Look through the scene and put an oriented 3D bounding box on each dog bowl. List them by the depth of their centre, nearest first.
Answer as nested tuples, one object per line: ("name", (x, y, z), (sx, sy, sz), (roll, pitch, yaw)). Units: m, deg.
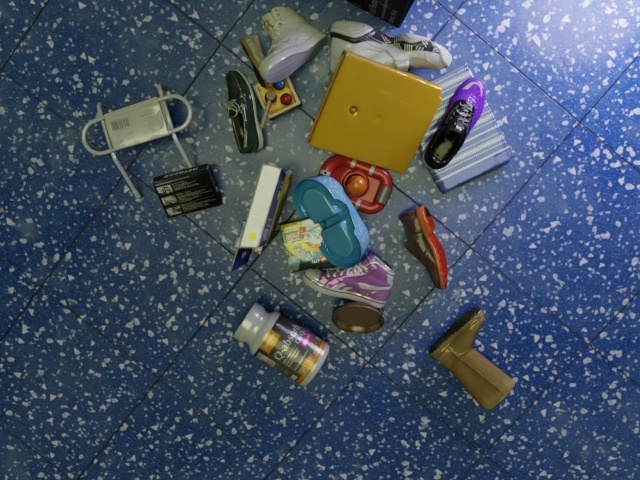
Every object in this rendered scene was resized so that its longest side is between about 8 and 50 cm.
("dog bowl", (0.038, -0.061, 1.649), (0.166, 0.074, 0.297), (-25, 97, 47))

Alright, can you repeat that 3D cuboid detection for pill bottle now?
("pill bottle", (-0.124, 0.323, 1.749), (0.279, 0.162, 0.162), (33, 99, -2))

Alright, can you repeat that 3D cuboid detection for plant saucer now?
("plant saucer", (0.119, 0.242, 1.750), (0.169, 0.029, 0.168), (5, 142, 4))

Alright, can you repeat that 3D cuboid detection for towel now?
("towel", (0.410, -0.339, 1.693), (0.243, 0.040, 0.335), (-27, 94, 9))

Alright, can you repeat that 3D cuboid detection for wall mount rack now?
("wall mount rack", (-0.531, -0.302, 1.704), (0.351, 0.130, 0.303), (-16, 93, 5))

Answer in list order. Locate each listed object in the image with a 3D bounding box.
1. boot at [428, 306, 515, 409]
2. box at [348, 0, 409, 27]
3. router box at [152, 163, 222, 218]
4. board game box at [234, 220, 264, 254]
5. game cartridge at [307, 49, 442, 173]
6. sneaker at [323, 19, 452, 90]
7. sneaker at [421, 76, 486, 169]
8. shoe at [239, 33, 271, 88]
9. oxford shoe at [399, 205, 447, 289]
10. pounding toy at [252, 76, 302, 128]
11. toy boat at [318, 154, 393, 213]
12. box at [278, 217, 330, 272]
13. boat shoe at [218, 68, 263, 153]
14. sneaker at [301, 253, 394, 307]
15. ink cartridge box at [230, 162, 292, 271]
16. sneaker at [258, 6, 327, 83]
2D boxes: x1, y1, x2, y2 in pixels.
("boot", (0.514, 0.374, 1.764), (0.269, 0.089, 0.236), (42, 109, -3))
("box", (0.084, -0.828, 1.410), (0.472, 0.480, 0.297), (29, 99, -1))
("router box", (-0.415, -0.154, 1.731), (0.179, 0.046, 0.133), (-14, 120, 4))
("board game box", (-0.220, -0.009, 1.777), (0.090, 0.020, 0.090), (17, 98, 1))
("game cartridge", (0.160, -0.362, 1.602), (0.324, 0.052, 0.285), (14, 120, -20))
("sneaker", (0.187, -0.503, 1.630), (0.366, 0.137, 0.210), (16, 100, 5))
("sneaker", (0.398, -0.334, 1.601), (0.102, 0.146, 0.293), (27, 101, 2))
("shoe", (-0.179, -0.535, 1.632), (0.058, 0.076, 0.218), (-23, 60, -5))
("oxford shoe", (0.326, 0.030, 1.729), (0.099, 0.097, 0.271), (-17, 93, 25))
("pounding toy", (-0.139, -0.423, 1.672), (0.141, 0.100, 0.130), (-25, 96, 6))
("toy boat", (0.104, -0.170, 1.670), (0.231, 0.151, 0.150), (21, 98, 0))
("box", (0.000, 0.000, 1.754), (0.233, 0.044, 0.159), (-13, 98, 5))
("boat shoe", (-0.248, -0.390, 1.683), (0.079, 0.095, 0.254), (-22, 106, -36))
("sneaker", (0.092, 0.097, 1.727), (0.283, 0.102, 0.160), (14, 112, -10))
("ink cartridge box", (-0.165, -0.059, 1.609), (0.072, 0.303, 0.306), (15, 93, 0))
("sneaker", (-0.124, -0.570, 1.591), (0.169, 0.292, 0.108), (42, 139, 1))
